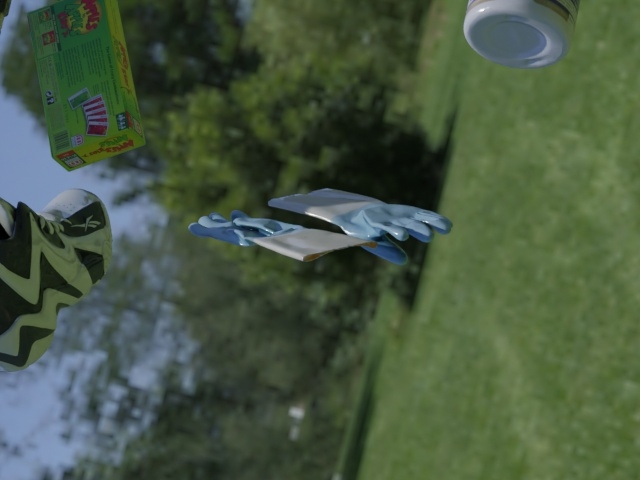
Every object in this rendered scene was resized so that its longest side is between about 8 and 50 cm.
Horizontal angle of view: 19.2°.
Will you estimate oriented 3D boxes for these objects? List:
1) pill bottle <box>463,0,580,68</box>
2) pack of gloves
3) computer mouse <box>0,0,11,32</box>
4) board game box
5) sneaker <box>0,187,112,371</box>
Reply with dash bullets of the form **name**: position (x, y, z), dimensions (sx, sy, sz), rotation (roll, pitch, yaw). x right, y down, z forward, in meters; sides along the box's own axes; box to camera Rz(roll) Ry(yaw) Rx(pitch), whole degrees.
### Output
- **pill bottle**: position (0.217, -0.281, 1.937), dimensions (0.112, 0.112, 0.187), rotation (100, -176, -64)
- **pack of gloves**: position (0.000, 0.000, 1.810), dimensions (0.232, 0.195, 0.046), rotation (14, 113, 54)
- **computer mouse**: position (-0.345, -0.193, 1.593), dimensions (0.184, 0.060, 0.262), rotation (26, -112, -49)
- **board game box**: position (-0.251, -0.174, 2.017), dimensions (0.043, 0.092, 0.181), rotation (47, -153, -63)
- **sneaker**: position (-0.267, -0.011, 1.695), dimensions (0.235, 0.094, 0.153), rotation (-58, -37, -45)
